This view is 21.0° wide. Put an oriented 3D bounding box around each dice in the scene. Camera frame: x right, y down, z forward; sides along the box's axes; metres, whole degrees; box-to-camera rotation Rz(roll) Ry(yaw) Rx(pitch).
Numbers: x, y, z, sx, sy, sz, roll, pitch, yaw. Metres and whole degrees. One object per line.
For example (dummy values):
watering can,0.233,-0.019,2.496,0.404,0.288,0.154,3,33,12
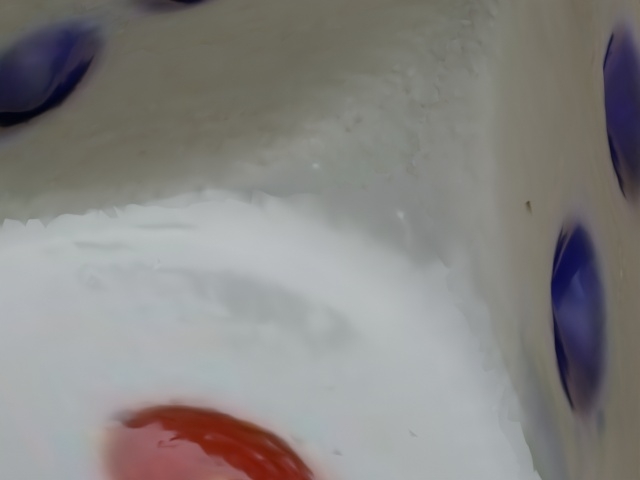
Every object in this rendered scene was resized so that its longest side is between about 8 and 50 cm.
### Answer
dice,0.000,0.000,0.775,0.277,0.304,0.304,-6,130,25
